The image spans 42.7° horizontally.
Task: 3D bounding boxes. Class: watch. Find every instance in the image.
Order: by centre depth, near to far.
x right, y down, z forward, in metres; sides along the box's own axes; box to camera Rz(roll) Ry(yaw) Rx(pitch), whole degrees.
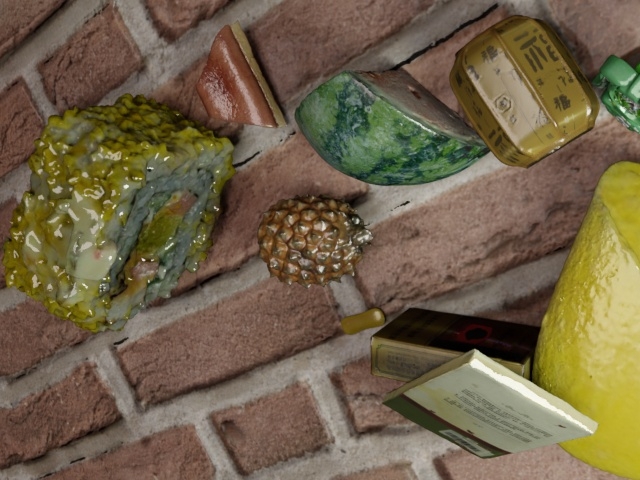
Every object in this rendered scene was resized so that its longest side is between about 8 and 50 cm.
[{"bbox_3d":[0.436,-0.217,1.028,0.131,0.165,0.152,43,97,15],"label":"watch"}]

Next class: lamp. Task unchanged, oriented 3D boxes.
[{"bbox_3d":[0.273,-0.201,1.107,0.161,0.161,0.185,-33,86,34],"label":"lamp"}]

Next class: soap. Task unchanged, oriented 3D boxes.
[{"bbox_3d":[0.451,0.126,1.084,0.306,0.115,0.427,12,105,9],"label":"soap"},{"bbox_3d":[0.072,0.140,1.408,0.089,0.012,0.034,-23,91,34],"label":"soap"}]

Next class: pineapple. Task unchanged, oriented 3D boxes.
[{"bbox_3d":[0.000,0.000,1.330,0.193,0.166,0.166,-5,101,33],"label":"pineapple"}]

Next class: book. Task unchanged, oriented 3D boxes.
[{"bbox_3d":[0.224,0.243,1.156,0.201,0.026,0.289,31,152,-7],"label":"book"}]

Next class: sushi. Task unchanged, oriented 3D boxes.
[{"bbox_3d":[-0.354,-0.044,1.408,0.240,0.351,0.396,33,117,19],"label":"sushi"}]

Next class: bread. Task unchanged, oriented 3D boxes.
[{"bbox_3d":[-0.146,-0.261,1.391,0.119,0.067,0.192,-21,94,26],"label":"bread"}]

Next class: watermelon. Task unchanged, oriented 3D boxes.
[{"bbox_3d":[0.080,-0.170,1.244,0.260,0.176,0.256,-29,127,32],"label":"watermelon"}]

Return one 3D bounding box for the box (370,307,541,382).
[{"bbox_3d":[0.214,0.170,1.245,0.240,0.159,0.071,7,106,31],"label":"box"}]
